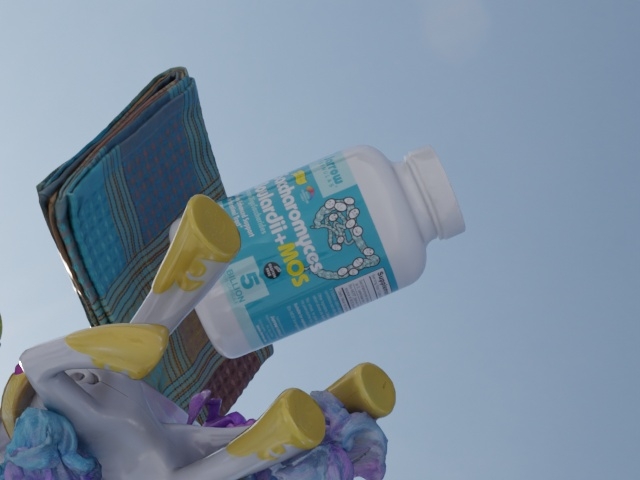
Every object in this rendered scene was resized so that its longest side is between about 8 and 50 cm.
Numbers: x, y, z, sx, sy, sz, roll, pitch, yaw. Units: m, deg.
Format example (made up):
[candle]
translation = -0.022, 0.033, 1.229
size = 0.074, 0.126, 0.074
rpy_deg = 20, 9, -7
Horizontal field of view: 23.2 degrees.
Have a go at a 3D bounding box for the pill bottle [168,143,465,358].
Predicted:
[pill bottle]
translation = 0.000, 0.000, 1.482
size = 0.264, 0.146, 0.146
rpy_deg = -23, -118, -1

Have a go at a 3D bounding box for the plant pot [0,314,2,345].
[plant pot]
translation = -0.404, 0.058, 1.276
size = 0.227, 0.207, 0.228
rpy_deg = -50, -146, -4

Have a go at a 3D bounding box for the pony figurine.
[pony figurine]
translation = -0.132, 0.164, 1.162
size = 0.363, 0.351, 0.303
rpy_deg = -27, -148, 31

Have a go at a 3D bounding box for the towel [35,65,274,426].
[towel]
translation = -0.154, 0.038, 1.629
size = 0.040, 0.271, 0.370
rpy_deg = 0, -57, 29
